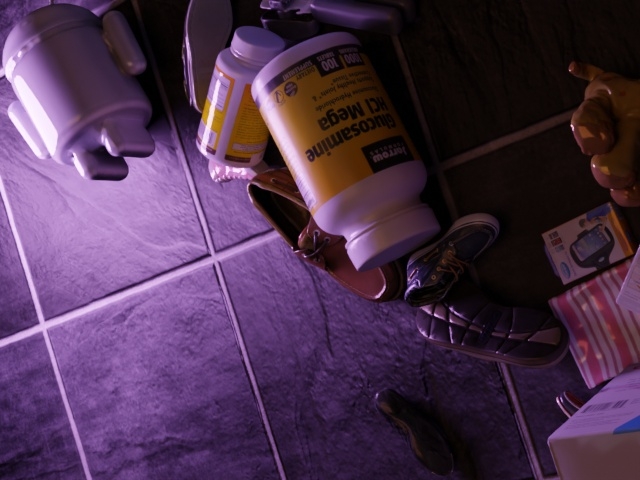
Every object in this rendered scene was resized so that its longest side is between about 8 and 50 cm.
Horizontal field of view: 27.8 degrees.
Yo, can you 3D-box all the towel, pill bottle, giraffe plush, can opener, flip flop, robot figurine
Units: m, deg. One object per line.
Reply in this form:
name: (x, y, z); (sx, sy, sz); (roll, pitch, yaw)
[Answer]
towel: (0.422, 0.111, 1.813); (0.197, 0.029, 0.144); (-32, 78, 37)
pill bottle: (-0.124, -0.234, 2.108); (0.117, 0.117, 0.215); (36, 123, 28)
giraffe plush: (0.437, -0.170, 1.694); (0.170, 0.181, 0.210); (-20, 51, 28)
can opener: (0.025, -0.359, 2.026); (0.280, 0.074, 0.093); (13, 140, 37)
flip flop: (0.253, 0.133, 1.908); (0.277, 0.080, 0.112); (15, 67, 43)
pill bottle: (0.045, -0.131, 1.962); (0.188, 0.188, 0.334); (-35, 77, 36)
robot figurine: (-0.434, -0.273, 2.298); (0.300, 0.200, 0.353); (-36, 75, 20)

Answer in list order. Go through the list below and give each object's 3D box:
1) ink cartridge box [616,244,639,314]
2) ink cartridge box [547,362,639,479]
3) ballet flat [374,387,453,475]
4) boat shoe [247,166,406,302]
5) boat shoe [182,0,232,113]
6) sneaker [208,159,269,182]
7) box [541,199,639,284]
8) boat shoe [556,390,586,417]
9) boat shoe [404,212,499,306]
ink cartridge box: (0.496, 0.034, 1.729); (0.145, 0.045, 0.179); (28, 118, 22)
ink cartridge box: (0.457, 0.277, 1.649); (0.198, 0.270, 0.197); (-15, 97, 38)
ballet flat: (0.152, 0.301, 2.054); (0.057, 0.049, 0.173); (-41, 74, 0)
boat shoe: (0.000, 0.000, 2.071); (0.307, 0.104, 0.111); (40, 119, 26)
boat shoe: (-0.197, -0.327, 2.184); (0.068, 0.081, 0.228); (-158, 69, -64)
sneaker: (-0.140, -0.118, 2.195); (0.134, 0.051, 0.070); (37, 120, 31)
box: (0.375, 0.006, 1.833); (0.136, 0.028, 0.081); (-29, 80, 35)
boat shoe: (0.399, 0.255, 1.843); (0.137, 0.049, 0.043); (38, 115, 24)
boat shoe: (0.197, 0.034, 1.930); (0.065, 0.083, 0.183); (32, 135, -21)
